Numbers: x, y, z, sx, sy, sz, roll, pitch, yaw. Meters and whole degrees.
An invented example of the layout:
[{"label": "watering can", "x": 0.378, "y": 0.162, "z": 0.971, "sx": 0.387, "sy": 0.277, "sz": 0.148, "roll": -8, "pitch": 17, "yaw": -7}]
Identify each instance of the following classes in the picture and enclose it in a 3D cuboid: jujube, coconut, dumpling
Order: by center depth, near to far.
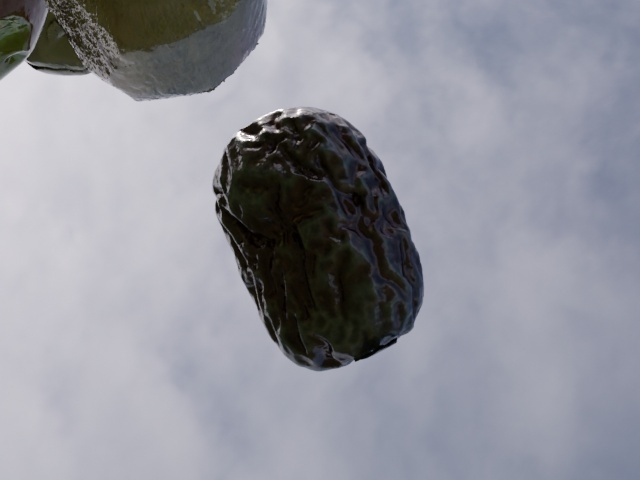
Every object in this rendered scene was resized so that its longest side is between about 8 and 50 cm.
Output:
[{"label": "coconut", "x": -0.080, "y": -0.124, "z": 0.487, "sx": 0.110, "sy": 0.110, "sz": 0.124, "roll": 51, "pitch": -13, "yaw": 11}, {"label": "jujube", "x": 0.000, "y": 0.000, "z": 1.198, "sx": 0.226, "sy": 0.226, "sz": 0.317, "roll": -35, "pitch": -107, "yaw": 35}, {"label": "dumpling", "x": -0.407, "y": -0.375, "z": 1.459, "sx": 0.181, "sy": 0.341, "sz": 0.260, "roll": -19, "pitch": -58, "yaw": 6}]

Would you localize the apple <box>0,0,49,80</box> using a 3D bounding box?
[{"label": "apple", "x": -0.383, "y": -0.256, "z": 0.819, "sx": 0.339, "sy": 0.339, "sz": 0.340, "roll": 10, "pitch": -72, "yaw": 31}]
